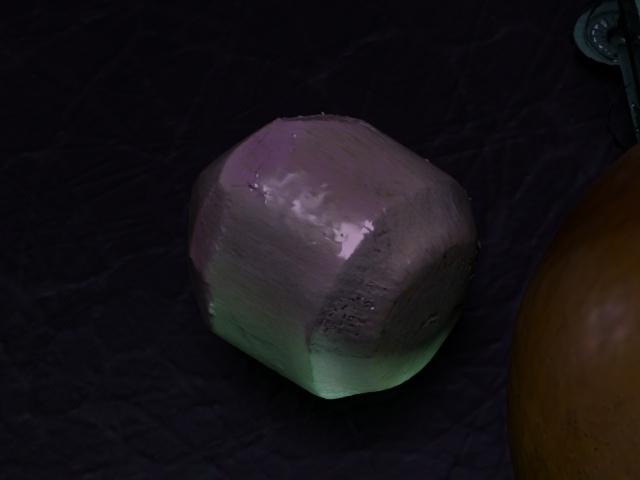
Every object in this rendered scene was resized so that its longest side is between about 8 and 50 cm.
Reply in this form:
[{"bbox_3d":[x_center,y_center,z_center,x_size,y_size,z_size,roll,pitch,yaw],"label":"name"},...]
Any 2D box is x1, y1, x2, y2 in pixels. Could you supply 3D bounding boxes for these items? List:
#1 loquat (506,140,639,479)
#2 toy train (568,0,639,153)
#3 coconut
[{"bbox_3d":[0.263,0.056,0.708,0.328,0.359,0.328,11,44,-11],"label":"loquat"},{"bbox_3d":[0.267,-0.114,0.960,0.189,0.126,0.307,-7,54,5],"label":"toy train"},{"bbox_3d":[0.000,0.000,0.909,0.183,0.171,0.171,35,68,26],"label":"coconut"}]
